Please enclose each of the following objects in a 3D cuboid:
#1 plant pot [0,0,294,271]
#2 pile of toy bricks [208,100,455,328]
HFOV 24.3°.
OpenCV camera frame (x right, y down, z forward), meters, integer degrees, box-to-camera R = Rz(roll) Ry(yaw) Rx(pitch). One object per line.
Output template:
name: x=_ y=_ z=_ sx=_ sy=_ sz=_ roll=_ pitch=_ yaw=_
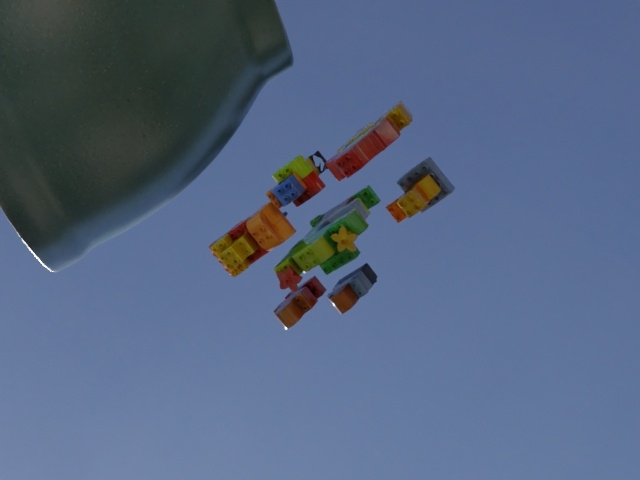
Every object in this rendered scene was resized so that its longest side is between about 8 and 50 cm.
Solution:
plant pot: x=-0.136 y=-0.151 z=0.936 sx=0.196 sy=0.293 sz=0.293 roll=-23 pitch=-61 yaw=-2
pile of toy bricks: x=0.000 y=0.000 z=1.104 sx=0.118 sy=0.212 sz=0.105 roll=51 pitch=-147 yaw=-7
